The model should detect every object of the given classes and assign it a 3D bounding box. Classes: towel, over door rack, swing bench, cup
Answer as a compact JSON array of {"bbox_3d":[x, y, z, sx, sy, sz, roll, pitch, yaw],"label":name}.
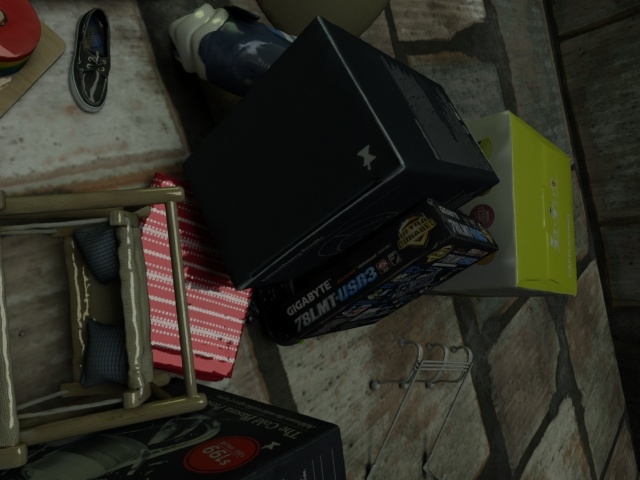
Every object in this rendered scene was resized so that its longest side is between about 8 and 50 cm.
[{"bbox_3d":[-0.192,0.059,0.680,0.198,0.031,0.275,21,73,-31],"label":"towel"},{"bbox_3d":[0.213,0.383,1.024,0.239,0.108,0.325,16,88,-42],"label":"over door rack"},{"bbox_3d":[-0.283,0.079,0.498,0.254,0.165,0.254,-6,89,-35],"label":"swing bench"},{"bbox_3d":[0.045,-0.566,0.884,0.330,0.236,0.332,7,80,-44],"label":"cup"}]

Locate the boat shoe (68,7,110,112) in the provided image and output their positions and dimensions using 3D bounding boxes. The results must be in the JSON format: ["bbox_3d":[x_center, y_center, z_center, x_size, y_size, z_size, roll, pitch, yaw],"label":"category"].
[{"bbox_3d":[-0.312,-0.248,0.624,0.049,0.040,0.142,3,82,-44],"label":"boat shoe"}]

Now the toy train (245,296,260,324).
[{"bbox_3d":[-0.144,0.069,0.756,0.036,0.027,0.158,-45,115,-41],"label":"toy train"}]

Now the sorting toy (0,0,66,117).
[{"bbox_3d":[-0.440,-0.229,0.461,0.257,0.089,0.256,42,57,-32],"label":"sorting toy"}]

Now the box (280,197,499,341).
[{"bbox_3d":[0.129,0.058,0.770,0.295,0.293,0.073,6,50,-57],"label":"box"}]

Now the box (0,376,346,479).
[{"bbox_3d":[-0.195,0.288,0.453,0.312,0.343,0.179,-8,92,-45],"label":"box"}]

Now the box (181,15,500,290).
[{"bbox_3d":[0.051,-0.104,0.710,0.395,0.293,0.212,-7,67,-55],"label":"box"}]

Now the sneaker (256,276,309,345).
[{"bbox_3d":[-0.066,0.072,0.815,0.097,0.084,0.235,-7,91,-68],"label":"sneaker"}]

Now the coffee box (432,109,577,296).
[{"bbox_3d":[0.353,-0.044,1.045,0.338,0.334,0.338,11,77,-43],"label":"coffee box"}]

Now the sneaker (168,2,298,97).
[{"bbox_3d":[-0.120,-0.315,0.765,0.236,0.130,0.323,26,22,-4],"label":"sneaker"}]
